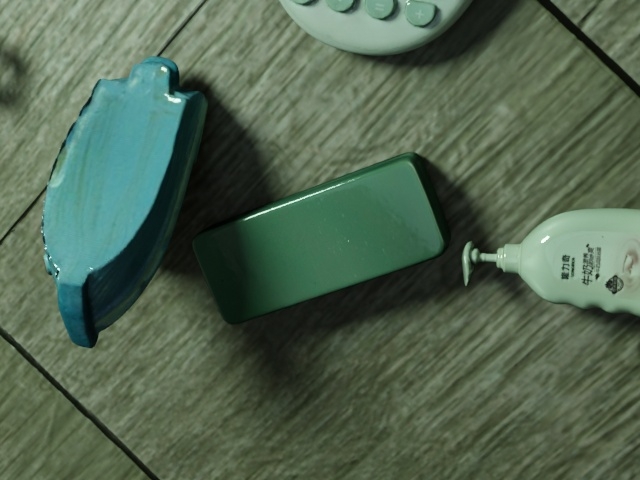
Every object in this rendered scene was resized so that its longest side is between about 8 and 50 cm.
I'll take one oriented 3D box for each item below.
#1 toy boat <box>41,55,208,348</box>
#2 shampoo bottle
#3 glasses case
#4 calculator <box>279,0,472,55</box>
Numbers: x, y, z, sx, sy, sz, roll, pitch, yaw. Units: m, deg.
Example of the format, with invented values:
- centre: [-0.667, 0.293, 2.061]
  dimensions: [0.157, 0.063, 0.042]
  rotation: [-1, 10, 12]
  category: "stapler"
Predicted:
- centre: [-0.142, -0.024, 0.828]
  dimensions: [0.088, 0.102, 0.215]
  rotation: [11, 68, 11]
  category: "toy boat"
- centre: [0.176, 0.013, 0.795]
  dimensions: [0.152, 0.045, 0.077]
  rotation: [4, 106, 14]
  category: "shampoo bottle"
- centre: [0.000, 0.000, 0.838]
  dimensions: [0.184, 0.039, 0.078]
  rotation: [-19, 99, 18]
  category: "glasses case"
- centre: [0.048, -0.272, 0.755]
  dimensions: [0.184, 0.042, 0.295]
  rotation: [13, 110, 10]
  category: "calculator"
